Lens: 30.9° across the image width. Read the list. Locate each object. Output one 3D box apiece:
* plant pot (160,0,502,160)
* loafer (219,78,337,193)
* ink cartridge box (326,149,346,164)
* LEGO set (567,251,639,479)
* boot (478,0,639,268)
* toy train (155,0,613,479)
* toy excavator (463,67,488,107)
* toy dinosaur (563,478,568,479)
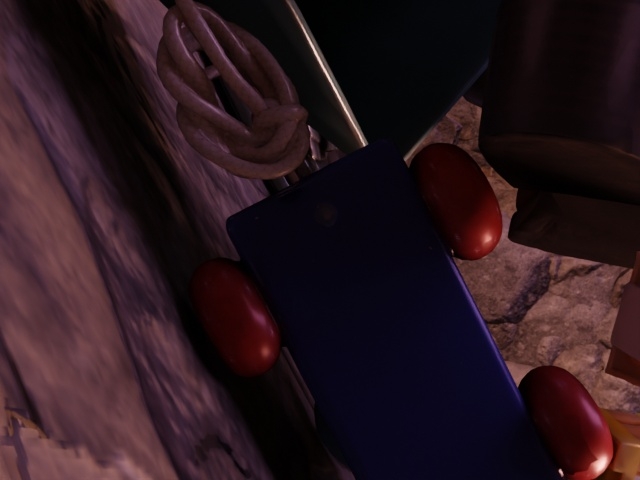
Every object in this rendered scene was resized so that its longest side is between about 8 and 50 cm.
[{"bbox_3d":[-0.028,-0.176,0.479,0.234,0.165,0.165,35,-11,31],"label":"plant pot"},{"bbox_3d":[-0.035,-0.134,0.817,0.267,0.084,0.096,63,5,-4],"label":"loafer"},{"bbox_3d":[0.088,0.092,1.058,0.261,0.066,0.296,77,-7,-48],"label":"ink cartridge box"},{"bbox_3d":[0.140,0.154,0.415,0.132,0.107,0.287,134,-36,-63],"label":"LEGO set"},{"bbox_3d":[0.138,-0.135,0.467,0.264,0.096,0.280,31,71,-60],"label":"boot"},{"bbox_3d":[0.000,0.000,0.437,0.248,0.105,0.143,63,-5,-6],"label":"toy train"},{"bbox_3d":[0.030,-0.340,0.906,0.222,0.433,0.445,31,-66,58],"label":"toy excavator"},{"bbox_3d":[0.208,0.225,0.680,0.295,0.200,0.127,-74,143,-64],"label":"toy dinosaur"}]
